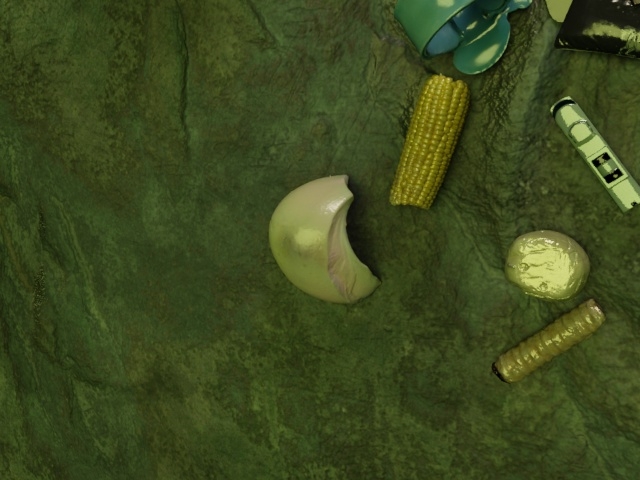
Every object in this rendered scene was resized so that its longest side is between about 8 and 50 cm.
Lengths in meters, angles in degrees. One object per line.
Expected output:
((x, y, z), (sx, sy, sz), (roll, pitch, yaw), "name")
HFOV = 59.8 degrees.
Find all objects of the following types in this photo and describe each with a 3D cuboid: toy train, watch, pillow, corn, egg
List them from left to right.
((-0.015, 0.008, 1.102), (0.206, 0.162, 0.271), (-7, 93, 28), "egg")
((0.196, -0.172, 0.998), (0.093, 0.093, 0.244), (24, 108, 24), "corn")
((0.224, -0.385, 0.893), (0.211, 0.193, 0.211), (6, 103, 28), "watch")
((0.442, -0.142, 0.894), (0.043, 0.047, 0.207), (-37, 81, 27), "toy train")
((0.480, -0.338, 0.838), (0.208, 0.055, 0.141), (23, 102, 24), "pillow")

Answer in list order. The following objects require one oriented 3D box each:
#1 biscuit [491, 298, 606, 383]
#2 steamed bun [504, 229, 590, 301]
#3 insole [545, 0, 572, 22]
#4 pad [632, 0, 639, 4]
((0.393, 0.180, 0.961), (0.055, 0.061, 0.219), (42, 116, -6), "biscuit")
((0.380, 0.039, 0.930), (0.130, 0.091, 0.112), (17, 103, 24), "steamed bun")
((0.402, -0.481, 0.889), (0.086, 0.005, 0.253), (3, 99, 27), "insole")
((0.566, -0.481, 0.768), (0.299, 0.005, 0.202), (-17, 81, 25), "pad")
